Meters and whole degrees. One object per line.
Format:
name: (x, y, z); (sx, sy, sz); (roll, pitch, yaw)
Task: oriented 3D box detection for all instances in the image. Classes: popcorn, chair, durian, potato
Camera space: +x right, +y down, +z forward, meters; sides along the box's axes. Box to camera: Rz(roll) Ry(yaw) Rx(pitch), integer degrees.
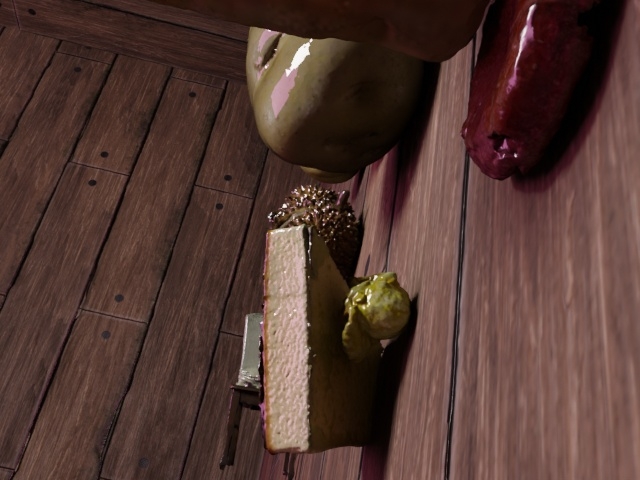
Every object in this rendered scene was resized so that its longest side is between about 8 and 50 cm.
popcorn: (0.043, 0.065, 0.614); (0.083, 0.059, 0.068); (-55, 32, -10)
chair: (-0.099, 0.296, 1.414); (0.186, 0.160, 0.319); (103, 176, -75)
durian: (0.000, -0.011, 1.171); (0.196, 0.166, 0.196); (-28, 57, 55)
potato: (0.017, -0.221, 0.890); (0.326, 0.220, 0.243); (-100, 12, -51)

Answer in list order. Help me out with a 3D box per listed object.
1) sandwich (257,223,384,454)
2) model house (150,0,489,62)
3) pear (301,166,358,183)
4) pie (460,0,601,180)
sandwich: (0.009, 0.095, 0.663); (0.162, 0.058, 0.193); (21, -115, -58)
model house: (0.019, -0.359, 0.453); (0.382, 0.334, 0.343); (-83, 5, -49)
pear: (0.026, -0.188, 1.381); (0.167, 0.136, 0.167); (-165, 90, -90)
pie: (0.110, -0.102, 0.388); (0.153, 0.038, 0.154); (-165, 90, -88)
